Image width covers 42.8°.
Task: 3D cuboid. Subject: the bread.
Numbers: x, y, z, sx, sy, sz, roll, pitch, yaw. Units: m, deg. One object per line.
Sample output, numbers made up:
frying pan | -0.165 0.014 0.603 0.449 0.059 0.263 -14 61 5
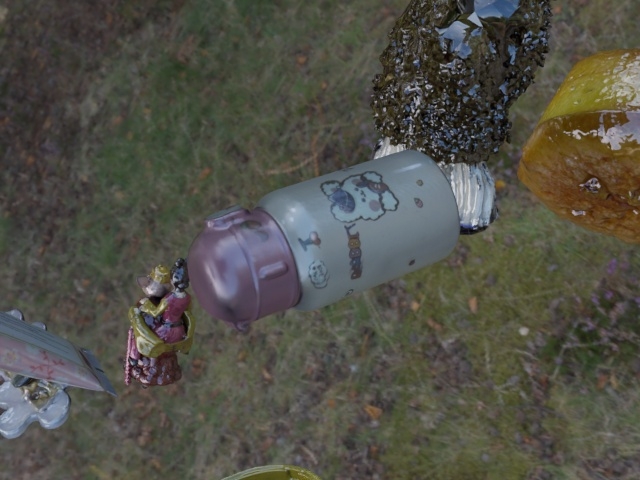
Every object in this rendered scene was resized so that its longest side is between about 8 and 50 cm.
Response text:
bread | 0.413 -0.110 1.052 0.312 0.312 0.173 3 65 47

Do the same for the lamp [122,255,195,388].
lamp | -0.275 0.128 1.402 0.118 0.118 0.253 34 121 49

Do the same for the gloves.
gloves | 0.137 -0.159 0.846 0.210 0.135 0.313 -128 41 -62

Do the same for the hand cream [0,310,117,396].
hand cream | -0.216 0.046 0.462 0.067 0.209 0.043 28 92 57

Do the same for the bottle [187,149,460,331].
bottle | 0.000 0.000 0.700 0.110 0.233 0.110 41 140 46

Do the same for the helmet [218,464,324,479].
helmet | -0.094 0.467 1.256 0.256 0.140 0.205 -15 25 -3

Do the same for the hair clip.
hair clip | -0.439 0.189 1.183 0.257 0.075 0.146 24 70 47
